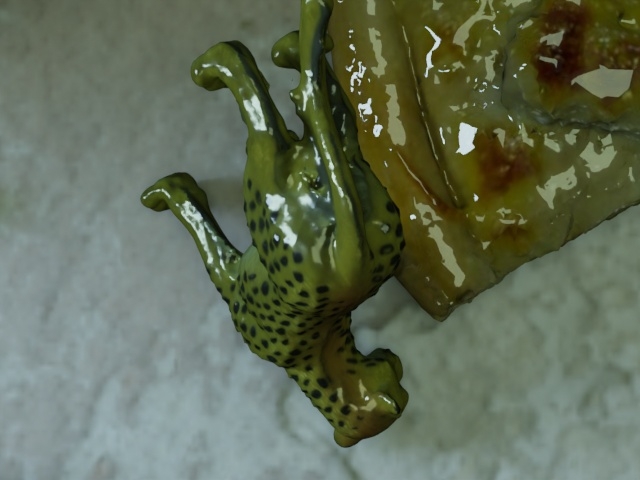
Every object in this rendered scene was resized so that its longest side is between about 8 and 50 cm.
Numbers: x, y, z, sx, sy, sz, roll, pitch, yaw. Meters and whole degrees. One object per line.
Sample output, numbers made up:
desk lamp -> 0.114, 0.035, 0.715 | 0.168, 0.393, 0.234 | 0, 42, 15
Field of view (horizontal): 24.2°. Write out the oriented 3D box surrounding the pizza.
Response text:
pizza -> 0.110, -0.129, 0.619 | 0.223, 0.089, 0.323 | -1, 87, 1

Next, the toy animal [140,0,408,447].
toy animal -> 0.000, 0.000, 0.568 | 0.073, 0.181, 0.136 | -22, 75, -21
